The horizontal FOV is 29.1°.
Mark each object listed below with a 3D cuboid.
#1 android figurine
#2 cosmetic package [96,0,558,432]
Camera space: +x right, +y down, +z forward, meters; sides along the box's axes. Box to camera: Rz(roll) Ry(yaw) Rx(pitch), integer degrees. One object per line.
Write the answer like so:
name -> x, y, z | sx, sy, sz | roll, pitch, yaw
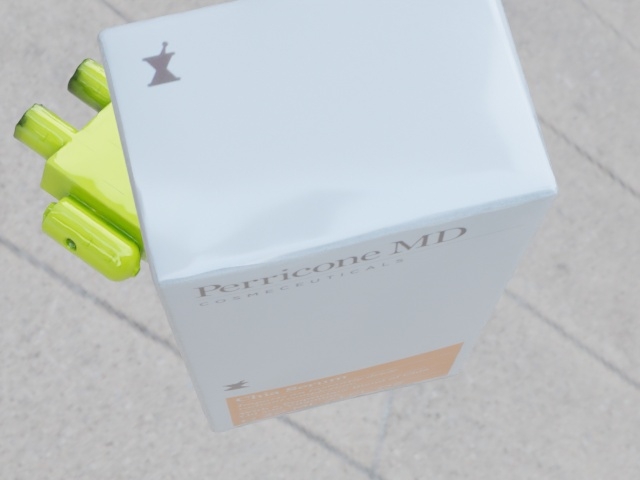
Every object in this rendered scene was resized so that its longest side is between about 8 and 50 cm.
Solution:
android figurine -> -0.150, -0.061, 1.189 | 0.272, 0.056, 0.248 | 35, 51, 2
cosmetic package -> 0.000, 0.000, 0.877 | 0.230, 0.453, 0.162 | -13, 72, -4
